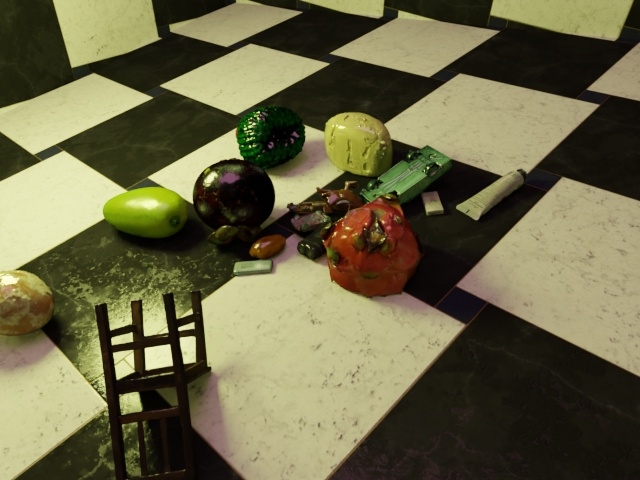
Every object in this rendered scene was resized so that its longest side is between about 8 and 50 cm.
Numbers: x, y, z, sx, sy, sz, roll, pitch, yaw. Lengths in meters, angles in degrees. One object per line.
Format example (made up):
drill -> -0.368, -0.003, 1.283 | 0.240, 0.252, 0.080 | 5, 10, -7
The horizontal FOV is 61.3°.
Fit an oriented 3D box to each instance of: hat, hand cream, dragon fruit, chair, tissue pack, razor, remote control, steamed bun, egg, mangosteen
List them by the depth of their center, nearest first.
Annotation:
chair -> -0.383, 0.341, 1.305 | 0.203, 0.416, 0.240 | -9, -5, 0
egg -> -0.886, 0.183, 1.565 | 0.233, 0.195, 0.195 | 18, 44, 3
dragon fruit -> 0.149, -0.006, 1.566 | 0.306, 0.225, 0.305 | -7, 41, 6
remote control -> -0.210, 0.083, 1.686 | 0.125, 0.017, 0.053 | -6, 39, 4
razor -> 0.000, 0.000, 1.716 | 0.090, 0.054, 0.148 | 25, 50, 34
mangosteen -> -0.282, -0.128, 1.776 | 0.288, 0.288, 0.288 | -5, 40, 5
hand cream -> 0.580, -0.157, 1.798 | 0.276, 0.059, 0.095 | -32, 46, -18
tissue pack -> 0.376, -0.126, 1.818 | 0.056, 0.023, 0.108 | -8, 40, 2
steamed bun -> 0.154, -0.365, 1.987 | 0.273, 0.232, 0.166 | 18, 53, 27
hat -> -0.236, -0.403, 2.152 | 0.274, 0.242, 0.332 | -9, 10, -35

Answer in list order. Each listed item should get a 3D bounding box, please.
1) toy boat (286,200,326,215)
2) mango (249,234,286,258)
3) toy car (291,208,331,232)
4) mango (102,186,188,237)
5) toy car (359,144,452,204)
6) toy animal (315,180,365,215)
toy boat -> -0.044, -0.114, 1.865 | 0.149, 0.049, 0.047 | 2, 42, 13
mango -> -0.167, 0.017, 1.723 | 0.127, 0.063, 0.077 | -23, 34, -16
toy car -> -0.031, -0.058, 1.793 | 0.142, 0.055, 0.069 | -13, 39, -26
mango -> -0.613, -0.102, 1.876 | 0.343, 0.156, 0.192 | 7, 41, 21
toy car -> 0.297, -0.202, 1.856 | 0.321, 0.097, 0.141 | -36, 45, -10
toy animal -> 0.067, -0.117, 1.805 | 0.188, 0.089, 0.179 | 16, 54, -9
